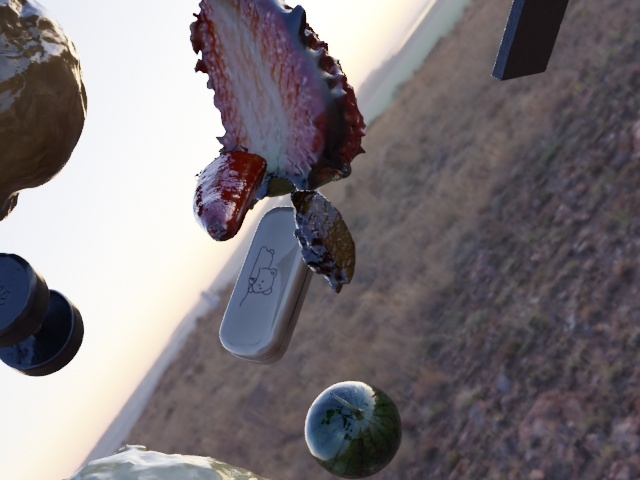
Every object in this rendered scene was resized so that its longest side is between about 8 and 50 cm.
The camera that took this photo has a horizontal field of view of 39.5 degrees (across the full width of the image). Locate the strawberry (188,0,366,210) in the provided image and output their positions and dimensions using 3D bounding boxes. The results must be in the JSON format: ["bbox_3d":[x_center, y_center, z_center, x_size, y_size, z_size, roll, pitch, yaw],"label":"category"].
[{"bbox_3d":[-0.042,-0.204,1.112,0.138,0.306,0.233,-13,-2,-40],"label":"strawberry"}]

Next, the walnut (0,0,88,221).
[{"bbox_3d":[-0.555,-0.235,1.441,0.383,0.384,0.383,-54,4,5],"label":"walnut"}]

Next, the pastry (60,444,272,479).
[{"bbox_3d":[-0.128,0.348,0.663,0.388,0.388,0.313,-56,10,-21],"label":"pastry"}]

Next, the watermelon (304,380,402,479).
[{"bbox_3d":[0.065,0.355,1.692,0.188,0.188,0.214,-57,-9,-31],"label":"watermelon"}]

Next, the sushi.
[{"bbox_3d":[0.000,0.000,0.809,0.047,0.099,0.050,-30,-5,-28],"label":"sushi"}]

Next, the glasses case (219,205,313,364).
[{"bbox_3d":[-0.058,0.054,1.091,0.050,0.083,0.196,44,-121,-56],"label":"glasses case"}]

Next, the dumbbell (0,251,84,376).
[{"bbox_3d":[-0.497,0.125,1.472,0.152,0.153,0.218,-56,-19,-17],"label":"dumbbell"}]

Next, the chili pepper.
[{"bbox_3d":[-0.098,-0.037,0.935,0.088,0.065,0.169,-41,19,15],"label":"chili pepper"}]

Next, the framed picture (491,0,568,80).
[{"bbox_3d":[0.346,-0.348,1.446,0.128,0.023,0.168,-18,-48,-39],"label":"framed picture"}]
